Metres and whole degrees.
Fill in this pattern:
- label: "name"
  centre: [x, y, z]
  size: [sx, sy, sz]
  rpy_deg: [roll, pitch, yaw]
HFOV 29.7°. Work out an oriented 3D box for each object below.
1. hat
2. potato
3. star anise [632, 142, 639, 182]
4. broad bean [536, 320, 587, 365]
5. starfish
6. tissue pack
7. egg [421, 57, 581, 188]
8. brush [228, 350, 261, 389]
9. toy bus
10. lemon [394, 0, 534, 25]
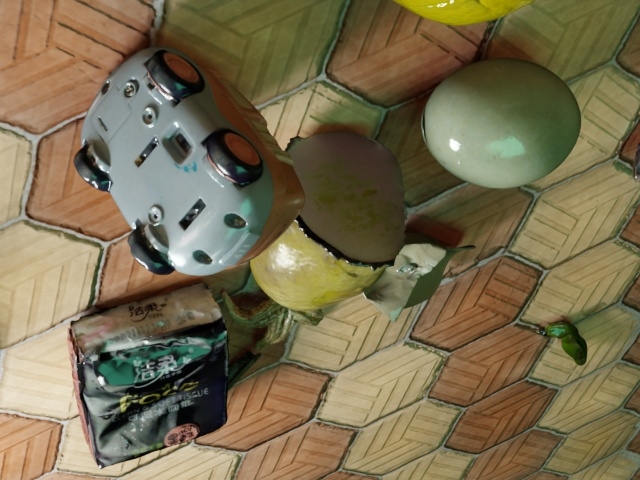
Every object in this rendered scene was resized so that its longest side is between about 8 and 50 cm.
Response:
- label: "hat"
  centre: [0.159, 0.031, 2.031]
  size: [0.166, 0.144, 0.173]
  rpy_deg: [-53, -179, 28]
- label: "potato"
  centre: [0.000, 0.000, 1.780]
  size: [0.229, 0.229, 0.266]
  rpy_deg: [-6, 154, -28]
- label: "star anise"
  centre: [0.635, -0.175, 2.037]
  size: [0.223, 0.109, 0.236]
  rpy_deg: [-4, 156, -18]
- label: "broad bean"
  centre: [0.508, 0.203, 2.468]
  size: [0.061, 0.046, 0.195]
  rpy_deg: [-30, 141, 24]
- label: "starfish"
  centre: [-0.052, 0.097, 1.981]
  size: [0.235, 0.062, 0.277]
  rpy_deg: [-16, 139, -25]
- label: "tissue pack"
  centre: [-0.270, 0.225, 1.926]
  size: [0.245, 0.123, 0.332]
  rpy_deg: [-17, 143, -18]
- label: "egg"
  centre: [0.262, -0.168, 1.729]
  size: [0.253, 0.186, 0.186]
  rpy_deg: [-4, 138, -25]
- label: "brush"
  centre: [-0.166, 0.250, 2.105]
  size: [0.190, 0.027, 0.034]
  rpy_deg: [-49, 176, 34]
- label: "toy bus"
  centre: [-0.144, -0.097, 1.500]
  size: [0.194, 0.288, 0.232]
  rpy_deg: [-48, 156, 27]
- label: "lemon"
  centre: [0.157, -0.383, 1.319]
  size: [0.297, 0.297, 0.297]
  rpy_deg: [-18, 143, -14]
